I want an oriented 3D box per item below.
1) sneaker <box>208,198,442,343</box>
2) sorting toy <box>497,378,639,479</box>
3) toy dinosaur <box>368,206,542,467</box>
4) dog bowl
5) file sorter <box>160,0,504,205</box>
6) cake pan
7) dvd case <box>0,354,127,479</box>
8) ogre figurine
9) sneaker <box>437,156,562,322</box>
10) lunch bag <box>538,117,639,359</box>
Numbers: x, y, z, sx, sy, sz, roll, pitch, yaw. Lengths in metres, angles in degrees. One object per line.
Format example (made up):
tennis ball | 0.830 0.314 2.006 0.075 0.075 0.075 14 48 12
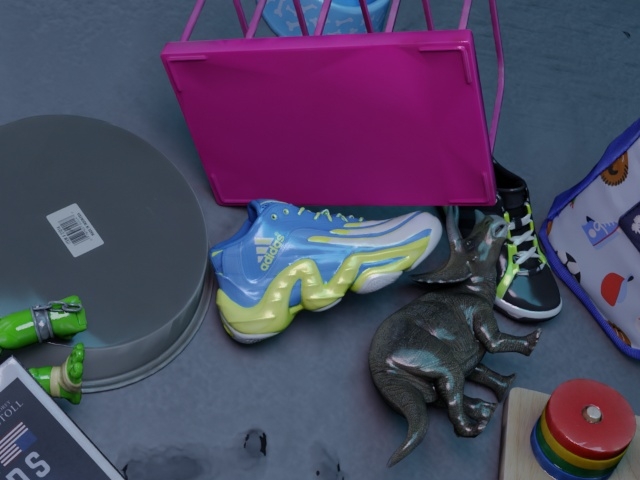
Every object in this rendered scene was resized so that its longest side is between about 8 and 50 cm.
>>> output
sneaker | 0.000 0.000 1.174 0.240 0.091 0.126 -27 101 -15
sorting toy | 0.303 0.254 1.152 0.255 0.089 0.257 13 45 0
toy dinosaur | 0.117 0.115 1.216 0.160 0.121 0.313 32 57 12
dog bowl | -0.011 -0.359 1.450 0.166 0.074 0.297 -8 64 -28
file sorter | 0.029 -0.168 1.199 0.290 0.202 0.182 1 48 17
cake pan | -0.235 -0.001 1.143 0.293 0.054 0.293 11 58 -18
dvd case | -0.232 0.237 0.949 0.179 0.029 0.239 -43 99 -17
ogre figurine | -0.262 0.147 1.016 0.118 0.197 0.097 4 15 -11
sneaker | 0.195 -0.019 1.322 0.084 0.097 0.235 -22 72 -33
lunch bag | 0.471 0.001 1.297 0.385 0.328 0.239 29 52 -8
